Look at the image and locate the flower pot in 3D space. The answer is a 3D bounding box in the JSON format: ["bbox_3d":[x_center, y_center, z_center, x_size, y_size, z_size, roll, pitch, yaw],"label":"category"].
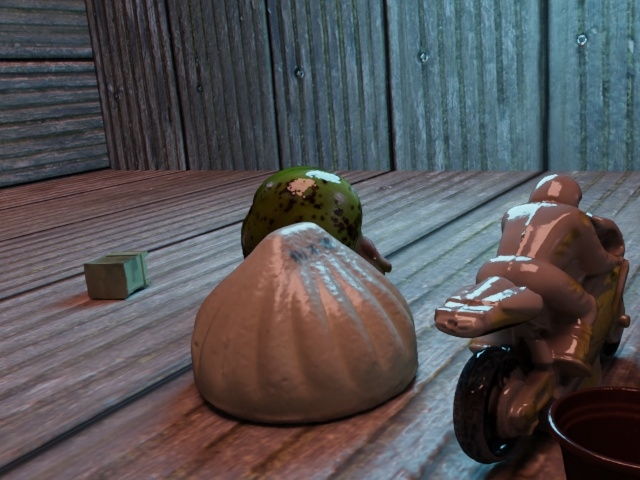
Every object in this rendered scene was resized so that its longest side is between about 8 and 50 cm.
[{"bbox_3d":[0.209,0.162,0.451,0.111,0.089,0.111,-4,14,1],"label":"flower pot"}]

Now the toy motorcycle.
[{"bbox_3d":[0.214,0.055,0.630,0.108,0.222,0.341,3,17,42],"label":"toy motorcycle"}]

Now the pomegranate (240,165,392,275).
[{"bbox_3d":[0.000,0.000,1.053,0.248,0.214,0.214,28,5,-16],"label":"pomegranate"}]

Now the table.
[{"bbox_3d":[-0.342,0.058,1.148,0.079,0.062,0.083,-1,14,17],"label":"table"}]

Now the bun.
[{"bbox_3d":[-0.022,0.069,0.753,0.263,0.175,0.263,-5,15,1],"label":"bun"}]
